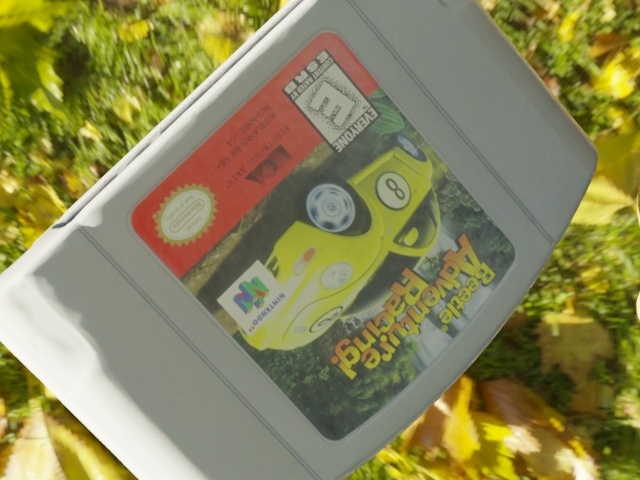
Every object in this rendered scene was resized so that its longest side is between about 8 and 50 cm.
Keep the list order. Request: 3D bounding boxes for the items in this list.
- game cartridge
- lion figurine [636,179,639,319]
[{"bbox_3d":[0.000,0.000,0.710,0.294,0.060,0.196,-46,108,-13],"label":"game cartridge"},{"bbox_3d":[0.261,-0.100,0.812,0.142,0.240,0.392,8,72,28],"label":"lion figurine"}]
